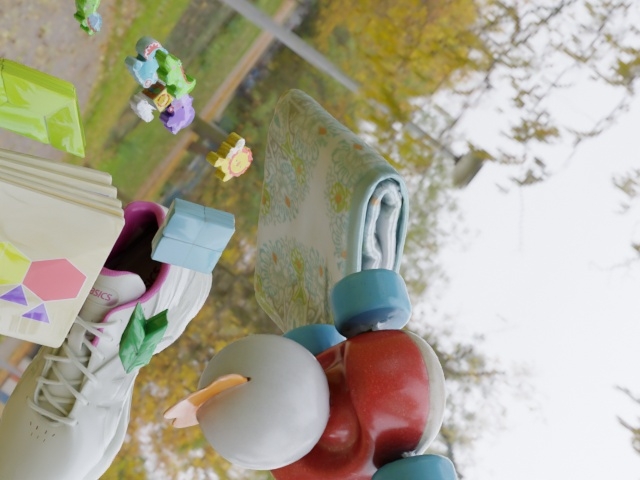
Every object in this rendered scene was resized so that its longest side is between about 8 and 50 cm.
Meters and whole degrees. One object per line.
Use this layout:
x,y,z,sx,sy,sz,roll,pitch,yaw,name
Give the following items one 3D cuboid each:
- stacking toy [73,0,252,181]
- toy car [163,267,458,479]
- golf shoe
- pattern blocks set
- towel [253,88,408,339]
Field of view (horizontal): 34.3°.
-0.172,-0.173,1.146,0.052,0.167,0.221,-46,148,-12,stacking toy
-0.034,0.150,0.899,0.210,0.238,0.219,-45,-134,44,toy car
-0.207,0.094,0.915,0.140,0.115,0.306,86,27,-58,golf shoe
-0.238,-0.002,0.695,0.285,0.325,0.026,-47,-149,29,pattern blocks set
0.000,0.000,1.569,0.320,0.090,0.374,44,-46,48,towel
